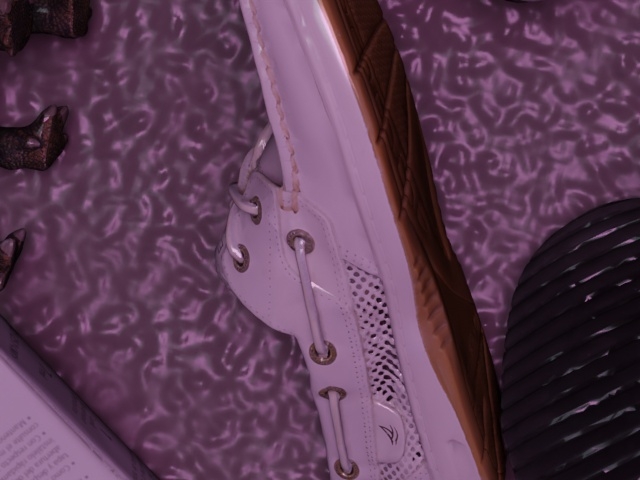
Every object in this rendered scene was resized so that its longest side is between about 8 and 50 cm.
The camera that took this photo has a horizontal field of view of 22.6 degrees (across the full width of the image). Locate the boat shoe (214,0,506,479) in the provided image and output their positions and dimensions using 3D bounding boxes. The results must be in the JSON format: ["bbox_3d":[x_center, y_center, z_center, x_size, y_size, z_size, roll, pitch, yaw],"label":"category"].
[{"bbox_3d":[0.000,0.000,0.651,0.096,0.098,0.277,-11,114,15],"label":"boat shoe"}]

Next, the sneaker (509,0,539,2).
[{"bbox_3d":[0.094,-0.242,0.708,0.162,0.106,0.281,-19,75,-19],"label":"sneaker"}]

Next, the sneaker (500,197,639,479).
[{"bbox_3d":[0.173,0.141,0.666,0.122,0.146,0.330,-25,61,15],"label":"sneaker"}]

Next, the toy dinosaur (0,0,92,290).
[{"bbox_3d":[-0.199,-0.067,0.713,0.160,0.121,0.313,14,120,9],"label":"toy dinosaur"}]

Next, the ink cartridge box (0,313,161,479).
[{"bbox_3d":[-0.173,0.203,0.715,0.275,0.060,0.239,-40,109,2],"label":"ink cartridge box"}]
